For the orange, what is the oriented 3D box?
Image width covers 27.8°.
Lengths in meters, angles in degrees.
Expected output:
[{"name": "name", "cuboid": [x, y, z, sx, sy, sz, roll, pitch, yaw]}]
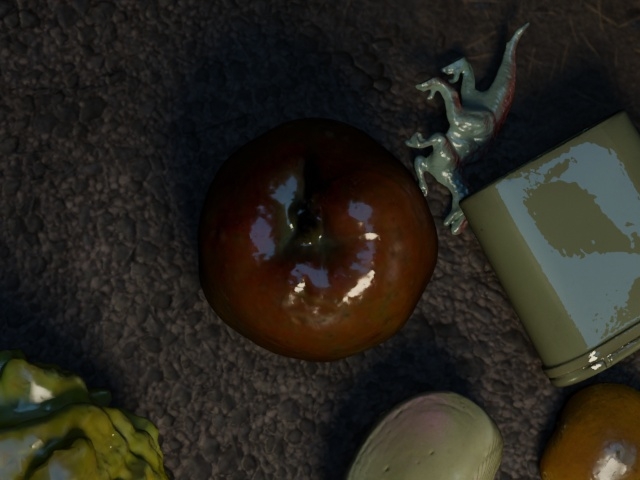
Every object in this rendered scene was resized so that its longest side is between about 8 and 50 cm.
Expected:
[{"name": "orange", "cuboid": [0.331, 0.245, 1.486, 0.160, 0.112, 0.170, -24, 74, -8]}]

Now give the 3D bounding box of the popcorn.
[{"name": "popcorn", "cuboid": [-0.311, 0.253, 1.322, 0.312, 0.312, 0.312, 1, 82, -6]}]

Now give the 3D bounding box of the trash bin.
[{"name": "trash bin", "cuboid": [0.316, 0.006, 1.497, 0.243, 0.121, 0.247, -28, 90, -8]}]

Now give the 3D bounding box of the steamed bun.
[{"name": "steamed bun", "cuboid": [0.095, 0.279, 1.431, 0.152, 0.170, 0.238, 28, 77, 22]}]

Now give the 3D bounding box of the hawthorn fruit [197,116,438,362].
[{"name": "hawthorn fruit", "cuboid": [0.000, 0.000, 1.385, 0.268, 0.301, 0.267, 0, 88, -3]}]

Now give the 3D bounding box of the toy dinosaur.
[{"name": "toy dinosaur", "cuboid": [0.190, -0.147, 1.547, 0.242, 0.053, 0.167, -45, 100, -10]}]
